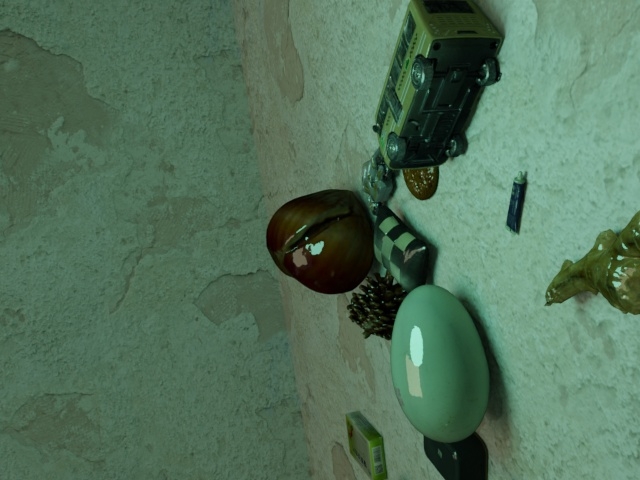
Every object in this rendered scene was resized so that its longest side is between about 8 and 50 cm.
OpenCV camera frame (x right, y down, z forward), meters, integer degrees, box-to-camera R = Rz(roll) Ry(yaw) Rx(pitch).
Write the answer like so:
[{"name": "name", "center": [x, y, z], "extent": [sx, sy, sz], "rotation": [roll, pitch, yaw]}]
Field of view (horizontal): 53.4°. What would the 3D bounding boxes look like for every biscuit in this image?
[{"name": "biscuit", "center": [0.253, -0.196, 1.658], "extent": [0.188, 0.027, 0.188], "rotation": [169, 90, -73]}]

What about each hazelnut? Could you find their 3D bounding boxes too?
[{"name": "hazelnut", "center": [0.000, 0.000, 2.102], "extent": [0.409, 0.358, 0.360], "rotation": [5, 105, 65]}]

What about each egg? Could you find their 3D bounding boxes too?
[{"name": "egg", "center": [0.280, 0.289, 1.517], "extent": [0.230, 0.229, 0.371], "rotation": [134, 129, -70]}]

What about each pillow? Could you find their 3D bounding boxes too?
[{"name": "pillow", "center": [0.225, 0.034, 1.760], "extent": [0.250, 0.105, 0.186], "rotation": [-128, 32, -50]}]

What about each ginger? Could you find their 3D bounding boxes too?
[{"name": "ginger", "center": [0.461, 0.049, 1.018], "extent": [0.334, 0.081, 0.148], "rotation": [124, 133, -76]}]

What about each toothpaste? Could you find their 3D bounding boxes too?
[{"name": "toothpaste", "center": [0.392, -0.077, 1.278], "extent": [0.037, 0.021, 0.140], "rotation": [-124, 26, -52]}]

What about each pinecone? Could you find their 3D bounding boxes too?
[{"name": "pinecone", "center": [0.182, 0.189, 1.885], "extent": [0.169, 0.185, 0.213], "rotation": [-83, 15, -57]}]

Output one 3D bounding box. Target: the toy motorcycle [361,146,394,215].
[{"name": "toy motorcycle", "center": [0.165, -0.188, 1.883], "extent": [0.225, 0.073, 0.152], "rotation": [101, 156, -53]}]

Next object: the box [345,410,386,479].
[{"name": "box", "center": [0.175, 0.800, 2.485], "extent": [0.260, 0.062, 0.175], "rotation": [-156, 57, -70]}]

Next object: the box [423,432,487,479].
[{"name": "box", "center": [0.352, 0.557, 1.688], "extent": [0.201, 0.090, 0.145], "rotation": [-136, 38, -63]}]

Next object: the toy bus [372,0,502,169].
[{"name": "toy bus", "center": [0.237, -0.329, 1.382], "extent": [0.366, 0.176, 0.202], "rotation": [106, 153, -51]}]

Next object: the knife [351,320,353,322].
[{"name": "knife", "center": [0.143, 0.284, 2.363], "extent": [0.170, 0.010, 0.023], "rotation": [130, 128, -67]}]
